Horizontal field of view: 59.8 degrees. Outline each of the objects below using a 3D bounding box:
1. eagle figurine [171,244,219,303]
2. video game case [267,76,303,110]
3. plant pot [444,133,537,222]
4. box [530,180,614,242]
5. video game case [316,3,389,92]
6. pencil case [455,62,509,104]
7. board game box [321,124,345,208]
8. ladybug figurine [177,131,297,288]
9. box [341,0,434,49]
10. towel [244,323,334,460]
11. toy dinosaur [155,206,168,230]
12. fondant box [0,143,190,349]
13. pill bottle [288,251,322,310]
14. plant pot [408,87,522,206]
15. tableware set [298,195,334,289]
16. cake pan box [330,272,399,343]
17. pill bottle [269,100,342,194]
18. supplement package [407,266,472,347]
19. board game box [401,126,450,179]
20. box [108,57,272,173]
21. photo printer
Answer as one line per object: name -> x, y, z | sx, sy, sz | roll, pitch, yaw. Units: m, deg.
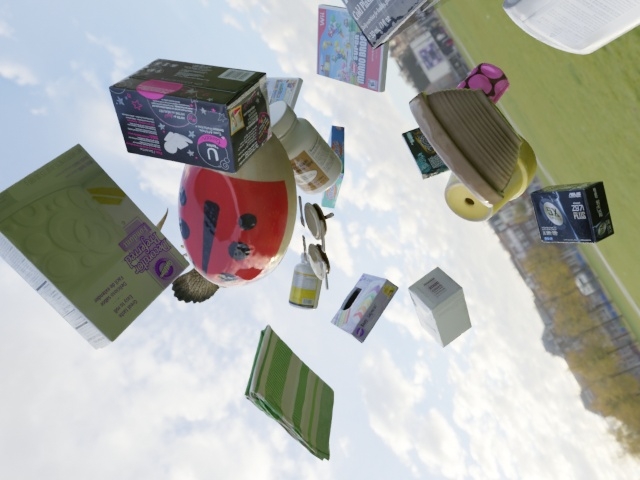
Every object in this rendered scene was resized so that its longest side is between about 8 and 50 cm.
eagle figurine -> -0.360, 0.042, 1.807 | 0.226, 0.225, 0.298 | 50, -150, -28
video game case -> -0.164, -0.464, 1.960 | 0.026, 0.227, 0.206 | 18, 180, -43
plant pot -> 0.513, -0.192, 1.752 | 0.254, 0.254, 0.239 | 51, -121, -19
box -> 0.673, -0.074, 1.495 | 0.180, 0.077, 0.147 | 4, 112, 64
video game case -> 0.086, -0.553, 1.592 | 0.025, 0.204, 0.285 | -19, -145, -34
pencil case -> 0.329, -0.293, 1.199 | 0.209, 0.098, 0.095 | -53, -49, -22
board game box -> 0.039, -0.231, 1.744 | 0.047, 0.160, 0.210 | 7, -129, -7
ladybug figurine -> -0.215, -0.064, 1.319 | 0.305, 0.449, 0.162 | 18, -151, 18
box -> 0.164, -0.741, 1.177 | 0.472, 0.297, 0.480 | 56, 171, -8
towel -> -0.068, 0.405, 1.486 | 0.325, 0.038, 0.248 | 49, -153, -26
toy dinosaur -> -0.451, 0.002, 1.495 | 0.092, 0.183, 0.053 | 42, -176, 3
fondant box -> -0.454, 0.010, 1.084 | 0.330, 0.096, 0.238 | 51, -133, -14
pill bottle -> -0.045, 0.136, 1.870 | 0.103, 0.103, 0.184 | -1, -78, -66
plant pot -> 0.267, -0.183, 0.962 | 0.237, 0.110, 0.237 | 40, -154, -24
tableware set -> 0.000, 0.000, 1.228 | 0.128, 0.039, 0.194 | -130, 28, -48
cake pan box -> 0.160, 0.246, 2.097 | 0.070, 0.246, 0.267 | 38, 173, -14
pill bottle -> -0.057, -0.229, 1.383 | 0.229, 0.131, 0.131 | 46, -156, -38
supplement package -> 0.318, 0.178, 1.474 | 0.105, 0.105, 0.179 | 46, 167, 47
board game box -> 0.319, -0.263, 1.591 | 0.026, 0.126, 0.186 | 66, -173, -51
box -> -0.237, -0.240, 1.057 | 0.163, 0.247, 0.142 | -57, -26, -47
photo printer -> 0.555, -0.515, 1.143 | 0.256, 0.307, 0.107 | 19, -109, -20
